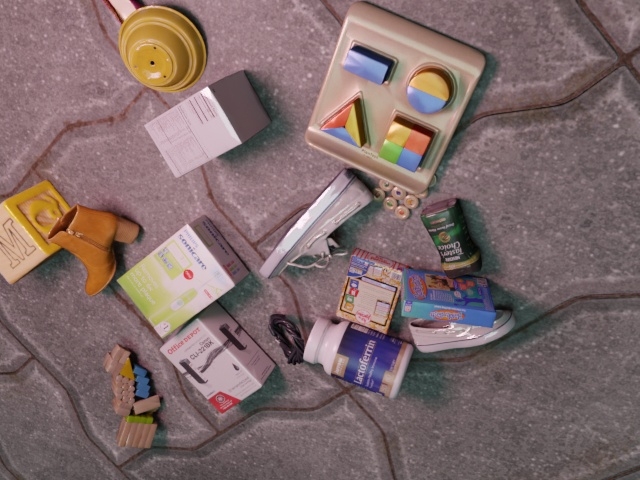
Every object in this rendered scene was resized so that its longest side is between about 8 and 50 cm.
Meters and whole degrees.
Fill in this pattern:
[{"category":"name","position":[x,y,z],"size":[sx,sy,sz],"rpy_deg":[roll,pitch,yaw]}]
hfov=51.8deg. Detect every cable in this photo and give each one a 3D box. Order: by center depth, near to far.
[{"category":"cable","position":[-0.092,0.272,1.798],"size":[0.184,0.047,0.150],"rpy_deg":[-11,99,67]}]

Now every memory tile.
[{"category":"memory tile","position":[0.199,-0.128,1.583],"size":[0.113,0.012,0.148],"rpy_deg":[37,120,0]}]

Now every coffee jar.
[{"category":"coffee jar","position":[0.313,-0.001,1.563],"size":[0.096,0.079,0.184],"rpy_deg":[-19,107,26]}]

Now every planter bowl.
[{"category":"planter bowl","position":[-0.389,-0.438,1.572],"size":[0.217,0.090,0.217],"rpy_deg":[3,126,4]}]

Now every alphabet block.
[{"category":"alphabet block","position":[-0.841,-0.026,1.902],"size":[0.197,0.192,0.193],"rpy_deg":[-30,103,30]}]

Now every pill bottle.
[{"category":"pill bottle","position":[0.099,0.303,1.738],"size":[0.264,0.153,0.153],"rpy_deg":[19,119,11]}]

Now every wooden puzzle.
[{"category":"wooden puzzle","position":[0.151,-0.307,1.470],"size":[0.322,0.080,0.348],"rpy_deg":[26,117,7]}]

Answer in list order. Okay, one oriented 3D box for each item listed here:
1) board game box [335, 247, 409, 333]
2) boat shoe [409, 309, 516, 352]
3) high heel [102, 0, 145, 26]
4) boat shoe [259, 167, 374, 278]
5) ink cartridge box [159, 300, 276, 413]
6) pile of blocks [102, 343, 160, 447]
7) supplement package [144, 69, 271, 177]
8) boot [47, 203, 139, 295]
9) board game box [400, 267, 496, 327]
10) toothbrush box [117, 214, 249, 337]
[{"category":"board game box","position":[0.132,0.132,1.709],"size":[0.147,0.045,0.193],"rpy_deg":[20,118,10]},{"category":"boat shoe","position":[0.348,0.206,1.644],"size":[0.267,0.096,0.088],"rpy_deg":[-16,112,34]},{"category":"high heel","position":[-0.488,-0.564,1.564],"size":[0.082,0.117,0.244],"rpy_deg":[-17,107,25]},{"category":"boat shoe","position":[0.003,-0.004,1.654],"size":[0.156,0.136,0.367],"rpy_deg":[41,111,-5]},{"category":"ink cartridge box","position":[-0.300,0.339,1.919],"size":[0.197,0.114,0.273],"rpy_deg":[-39,96,30]},{"category":"pile of blocks","position":[-0.608,0.490,2.122],"size":[0.112,0.149,0.362],"rpy_deg":[21,119,60]},{"category":"supplement package","position":[-0.263,-0.279,1.572],"size":[0.203,0.194,0.149],"rpy_deg":[-23,105,28]},{"category":"boot","position":[-0.668,0.026,1.853],"size":[0.211,0.104,0.295],"rpy_deg":[19,120,-41]},{"category":"board game box","position":[0.297,0.133,1.561],"size":[0.210,0.160,0.047],"rpy_deg":[8,117,3]},{"category":"toothbrush box","position":[-0.375,0.099,1.803],"size":[0.283,0.122,0.206],"rpy_deg":[-35,94,19]}]
